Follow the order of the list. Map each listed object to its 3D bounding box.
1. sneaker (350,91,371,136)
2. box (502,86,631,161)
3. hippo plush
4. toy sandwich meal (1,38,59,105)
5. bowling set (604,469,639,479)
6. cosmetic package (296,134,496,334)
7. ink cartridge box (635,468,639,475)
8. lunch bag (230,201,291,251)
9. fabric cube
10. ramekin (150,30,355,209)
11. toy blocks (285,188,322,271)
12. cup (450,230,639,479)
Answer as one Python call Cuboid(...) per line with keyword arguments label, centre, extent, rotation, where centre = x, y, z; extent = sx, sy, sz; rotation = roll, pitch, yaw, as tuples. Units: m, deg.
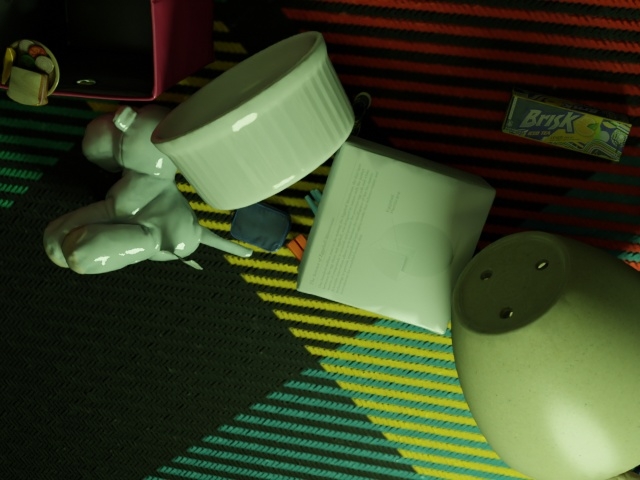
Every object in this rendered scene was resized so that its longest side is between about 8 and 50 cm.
Cuboid(label="sneaker", centre=(0.048, -0.183, 1.329), extent=(0.031, 0.035, 0.083), rotation=(24, 115, 3))
Cuboid(label="box", centre=(0.347, -0.166, 1.259), extent=(0.169, 0.054, 0.059), rotation=(16, 114, 7))
Cuboid(label="hippo plush", centre=(-0.291, -0.084, 1.332), extent=(0.294, 0.234, 0.236), rotation=(6, 103, 39))
Cuboid(label="toy sandwich meal", centre=(-0.374, -0.214, 1.131), extent=(0.086, 0.029, 0.085), rotation=(5, 113, 11))
Cuboid(label="bowling set", centre=(0.514, 0.326, 1.381), extent=(0.154, 0.287, 0.200), rotation=(9, 155, 18))
Cuboid(label="cosmetic package", centre=(0.103, -0.014, 1.296), extent=(0.225, 0.138, 0.224), rotation=(17, 102, -5))
Cuboid(label="ink cartridge box", centre=(0.505, 0.445, 1.450), extent=(0.046, 0.097, 0.207), rotation=(39, 116, -14))
Cuboid(label="lunch bag", centre=(-0.098, -0.026, 1.410), extent=(0.098, 0.065, 0.067), rotation=(24, 95, 0))
Cuboid(label="fabric cube", centre=(-0.300, -0.353, 1.216), extent=(0.254, 0.258, 0.259), rotation=(7, 113, 9))
Cuboid(label="ramekin", centre=(-0.086, -0.163, 1.244), extent=(0.277, 0.277, 0.135), rotation=(-24, 113, 21))
Cuboid(label="toy blocks", centre=(0.000, 0.000, 1.405), extent=(0.123, 0.054, 0.148), rotation=(-31, 102, 22))
Cuboid(label="cup", centre=(0.308, 0.123, 1.201), extent=(0.331, 0.331, 0.237), rotation=(-28, 125, 21))
